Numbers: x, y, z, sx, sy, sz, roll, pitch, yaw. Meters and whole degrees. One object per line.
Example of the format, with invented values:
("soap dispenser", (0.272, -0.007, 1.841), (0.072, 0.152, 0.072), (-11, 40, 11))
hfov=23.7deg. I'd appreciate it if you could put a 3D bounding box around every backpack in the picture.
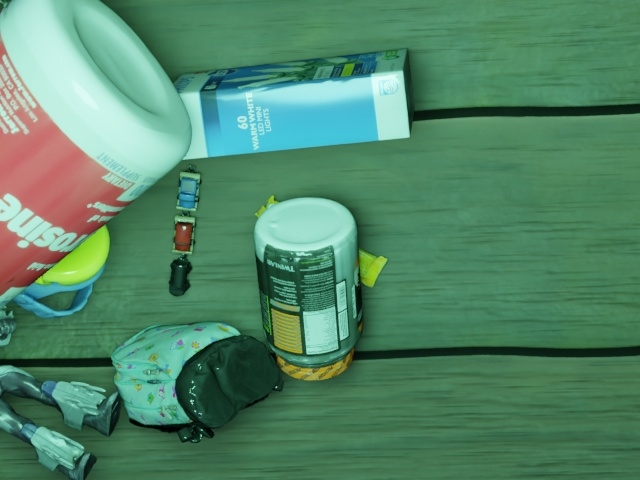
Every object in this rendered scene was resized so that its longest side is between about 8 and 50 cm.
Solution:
("backpack", (-0.155, 0.158, 1.764), (0.182, 0.152, 0.115), (-4, 104, 46))

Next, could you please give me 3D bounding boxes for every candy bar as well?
("candy bar", (0.000, 0.000, 1.769), (0.161, 0.018, 0.040), (30, 109, -4))

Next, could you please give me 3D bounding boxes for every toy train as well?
("toy train", (-0.159, -0.009, 1.772), (0.027, 0.036, 0.158), (8, 108, 3))

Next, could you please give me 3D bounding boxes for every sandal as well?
("sandal", (-0.388, 0.021, 1.767), (0.317, 0.126, 0.138), (13, 149, 13))

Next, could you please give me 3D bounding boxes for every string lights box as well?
("string lights box", (-0.031, -0.148, 1.666), (0.259, 0.133, 0.077), (-5, 107, 7))

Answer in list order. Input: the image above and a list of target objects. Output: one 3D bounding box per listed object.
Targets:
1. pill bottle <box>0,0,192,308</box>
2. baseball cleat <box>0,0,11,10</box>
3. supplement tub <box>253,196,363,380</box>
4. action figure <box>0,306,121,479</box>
("pill bottle", (-0.349, -0.058, 1.556), (0.407, 0.229, 0.229), (-38, 100, 16))
("baseball cleat", (-0.363, -0.172, 1.736), (0.109, 0.072, 0.206), (27, 110, -20))
("supplement tub", (-0.012, 0.057, 1.723), (0.117, 0.117, 0.190), (0, 125, 6))
("action figure", (-0.378, 0.173, 1.773), (0.285, 0.099, 0.185), (23, 70, 6))
